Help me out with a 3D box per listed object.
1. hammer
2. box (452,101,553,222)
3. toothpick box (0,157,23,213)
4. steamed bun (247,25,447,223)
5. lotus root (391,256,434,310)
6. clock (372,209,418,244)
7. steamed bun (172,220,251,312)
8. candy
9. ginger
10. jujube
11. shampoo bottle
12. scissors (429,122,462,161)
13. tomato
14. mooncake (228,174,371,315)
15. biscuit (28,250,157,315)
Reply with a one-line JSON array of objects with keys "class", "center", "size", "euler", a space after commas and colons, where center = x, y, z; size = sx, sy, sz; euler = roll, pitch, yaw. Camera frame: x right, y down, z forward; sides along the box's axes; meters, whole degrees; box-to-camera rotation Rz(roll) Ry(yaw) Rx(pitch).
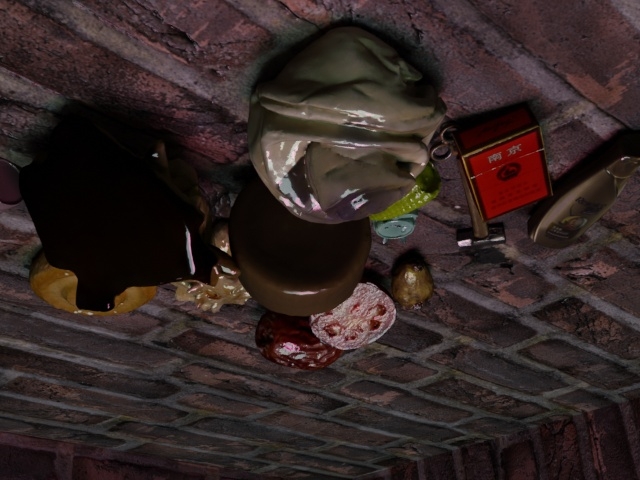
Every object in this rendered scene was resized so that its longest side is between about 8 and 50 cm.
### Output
[{"class": "hammer", "center": [0.329, -0.083, 1.854], "size": [0.111, 0.043, 0.365], "euler": [-9, 149, 12]}, {"class": "box", "center": [0.354, -0.144, 1.661], "size": [0.153, 0.074, 0.239], "euler": [-19, 145, 10]}, {"class": "toothpick box", "center": [-0.643, -0.084, 1.636], "size": [0.149, 0.098, 0.098], "euler": [-24, 146, 30]}, {"class": "steamed bun", "center": [0.051, -0.152, 1.468], "size": [0.347, 0.237, 0.394], "euler": [-4, 151, -2]}, {"class": "lotus root", "center": [0.225, 0.092, 2.108], "size": [0.108, 0.094, 0.190], "euler": [-30, 145, -14]}, {"class": "clock", "center": [0.164, -0.037, 1.901], "size": [0.101, 0.041, 0.135], "euler": [-6, 152, 2]}, {"class": "steamed bun", "center": [-0.215, 0.074, 1.959], "size": [0.296, 0.137, 0.292], "euler": [5, 147, -14]}, {"class": "candy", "center": [0.153, -0.093, 1.752], "size": [0.097, 0.096, 0.209], "euler": [14, 152, -31]}, {"class": "ginger", "center": [-0.351, -0.052, 1.623], "size": [0.358, 0.211, 0.413], "euler": [-30, 104, 31]}, {"class": "jujube", "center": [-0.048, 0.261, 2.278], "size": [0.243, 0.183, 0.183], "euler": [4, 152, -37]}, {"class": "shampoo bottle", "center": [0.560, -0.100, 1.803], "size": [0.126, 0.084, 0.350], "euler": [6, 149, -16]}, {"class": "scissors", "center": [0.317, -0.181, 1.675], "size": [0.220, 0.017, 0.088], "euler": [4, 131, -24]}, {"class": "tomato", "center": [0.077, 0.172, 2.174], "size": [0.225, 0.085, 0.224], "euler": [-5, 123, -8]}, {"class": "mooncake", "center": [-0.041, 0.005, 1.697], "size": [0.285, 0.284, 0.155], "euler": [-1, 153, -7]}, {"class": "biscuit", "center": [-0.520, 0.097, 1.994], "size": [0.297, 0.101, 0.296], "euler": [-4, 154, -2]}]
